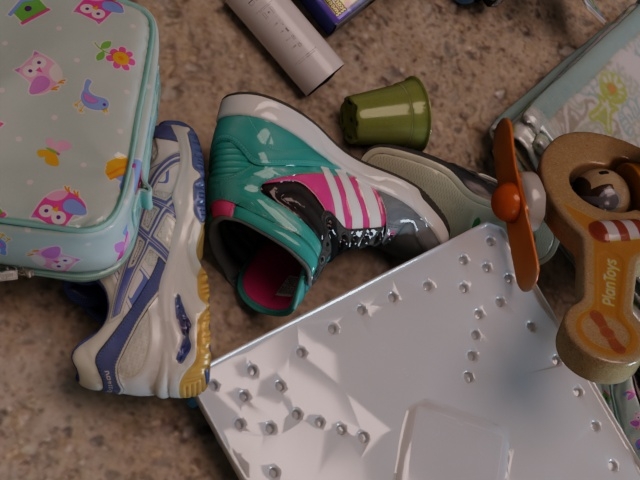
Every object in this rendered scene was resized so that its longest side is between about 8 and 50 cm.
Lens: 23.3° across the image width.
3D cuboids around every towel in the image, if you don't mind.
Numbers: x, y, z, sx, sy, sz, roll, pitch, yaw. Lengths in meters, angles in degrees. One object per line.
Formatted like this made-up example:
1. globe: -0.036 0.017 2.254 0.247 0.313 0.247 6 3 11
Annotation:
1. towel: 0.387 -0.088 1.825 0.320 0.090 0.374 52 51 -4

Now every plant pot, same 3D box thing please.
1. plant pot: 0.065 -0.131 1.651 0.079 0.083 0.083 -7 70 -21

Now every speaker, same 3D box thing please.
1. speaker: -0.037 -0.219 1.638 0.136 0.055 0.055 49 51 -2

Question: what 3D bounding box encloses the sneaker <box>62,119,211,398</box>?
1. sneaker: -0.168 0.006 1.407 0.131 0.112 0.296 -1 51 -5

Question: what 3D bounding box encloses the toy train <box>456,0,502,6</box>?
1. toy train: 0.163 -0.357 1.803 0.184 0.105 0.080 50 51 -1

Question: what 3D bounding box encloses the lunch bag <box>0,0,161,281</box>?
1. lunch bag: -0.250 -0.093 1.365 0.224 0.108 0.279 9 58 -4

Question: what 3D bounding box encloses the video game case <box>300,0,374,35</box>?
1. video game case: 0.021 -0.403 1.699 0.244 0.061 0.269 -39 90 -11

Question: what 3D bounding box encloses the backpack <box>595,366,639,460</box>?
1. backpack: 0.341 0.193 1.627 0.152 0.115 0.182 -29 93 -58

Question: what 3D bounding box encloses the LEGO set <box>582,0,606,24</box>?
1. LEGO set: 0.272 -0.392 1.866 0.182 0.060 0.244 32 29 -44

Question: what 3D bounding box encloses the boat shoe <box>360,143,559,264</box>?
1. boat shoe: 0.142 -0.042 1.663 0.233 0.084 0.079 22 20 -14

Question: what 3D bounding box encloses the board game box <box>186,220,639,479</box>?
1. board game box: 0.116 0.223 1.486 0.390 0.050 0.390 -26 82 -31

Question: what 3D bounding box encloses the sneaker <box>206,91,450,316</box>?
1. sneaker: 0.000 0.000 1.511 0.295 0.124 0.178 31 65 -32

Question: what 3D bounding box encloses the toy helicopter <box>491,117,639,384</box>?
1. toy helicopter: 0.268 0.002 1.537 0.235 0.140 0.355 18 40 -1
